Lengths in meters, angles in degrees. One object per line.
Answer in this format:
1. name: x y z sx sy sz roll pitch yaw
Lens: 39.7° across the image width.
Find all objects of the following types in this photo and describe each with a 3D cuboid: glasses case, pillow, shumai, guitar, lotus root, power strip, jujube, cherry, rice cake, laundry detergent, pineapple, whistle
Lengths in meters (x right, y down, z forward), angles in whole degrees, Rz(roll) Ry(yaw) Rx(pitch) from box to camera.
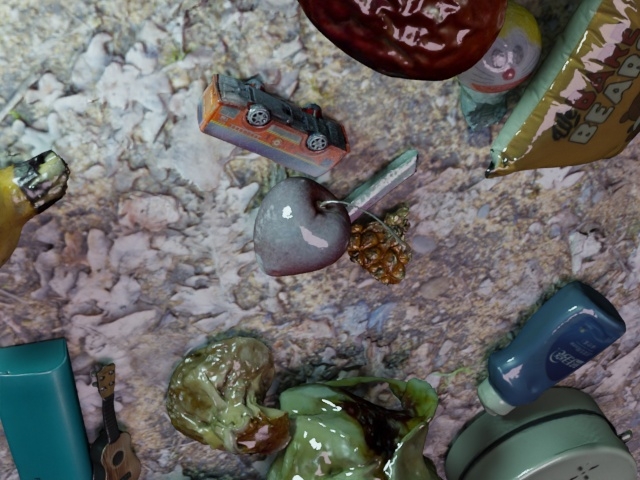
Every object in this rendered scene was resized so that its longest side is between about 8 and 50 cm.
1. glasses case: -0.414 0.279 1.325 0.117 0.070 0.301 -9 133 -12
2. pillow: 0.367 -0.212 1.112 0.312 0.119 0.310 -9 140 -46
3. shumai: -0.139 0.257 1.353 0.161 0.153 0.209 23 117 -42
4. guitar: -0.328 0.292 1.372 0.084 0.038 0.271 -42 142 -47
5. lotus root: -0.431 -0.025 0.996 0.310 0.183 0.183 -17 133 -13
6. power strip: 0.429 0.442 1.702 0.357 0.161 0.357 -10 131 -12
7. jujube: 0.086 -0.269 0.950 0.243 0.183 0.183 21 120 -31
8. cherry: -0.005 0.006 1.173 0.188 0.115 0.148 39 88 -7
9. rice cake: 0.057 -0.054 1.227 0.207 0.033 0.033 -38 121 13
10. laundry detergent: 0.377 0.201 1.519 0.143 0.094 0.290 23 118 -38
11. pineapple: 0.092 -0.001 1.272 0.114 0.077 0.114 42 88 -6
12. shumai: 0.037 0.386 1.444 0.395 0.395 0.348 -15 106 -7
13. whistle: 0.212 -0.208 1.102 0.123 0.123 0.223 -17 146 -5

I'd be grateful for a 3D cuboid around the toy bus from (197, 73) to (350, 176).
1. toy bus: -0.057 -0.140 1.095 0.192 0.065 0.077 20 131 -32
